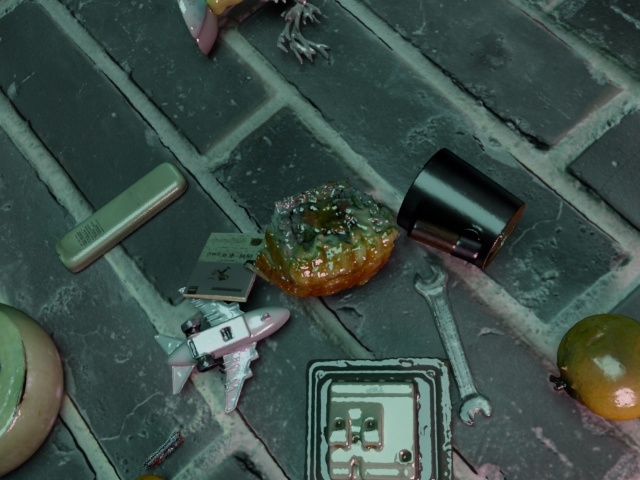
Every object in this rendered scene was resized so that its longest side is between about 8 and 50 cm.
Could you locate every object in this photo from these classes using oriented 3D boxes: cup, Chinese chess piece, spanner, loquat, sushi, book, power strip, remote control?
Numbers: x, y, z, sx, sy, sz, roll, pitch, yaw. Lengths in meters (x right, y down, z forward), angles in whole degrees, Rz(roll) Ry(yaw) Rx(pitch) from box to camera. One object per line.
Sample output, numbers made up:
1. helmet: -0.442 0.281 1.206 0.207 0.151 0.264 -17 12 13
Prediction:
1. cup: 0.234 -0.029 1.316 0.177 0.166 0.239 34 57 17
2. Chinese chess piece: -0.667 0.283 1.397 0.349 0.146 0.349 -4 68 10
3. spanner: 0.235 0.179 1.320 0.071 0.017 0.302 -19 65 4
4. loquat: 0.476 0.200 1.190 0.204 0.149 0.172 -21 61 -9
5. sushi: 0.000 0.000 1.360 0.274 0.139 0.184 -18 62 -19
6. book: -0.178 0.047 1.420 0.127 0.014 0.181 3 42 13
7. power strip: 0.095 0.320 1.250 0.257 0.092 0.251 -3 67 10
8. remote control: -0.417 -0.052 1.540 0.309 0.038 0.090 -39 64 -6

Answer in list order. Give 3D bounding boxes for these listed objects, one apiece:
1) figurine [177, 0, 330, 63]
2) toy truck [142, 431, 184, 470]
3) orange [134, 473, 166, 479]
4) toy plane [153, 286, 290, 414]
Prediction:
1. figurine: -0.135 -0.505 1.600 0.316 0.206 0.284 -21 59 9
2. toy truck: -0.286 0.382 1.338 0.083 0.032 0.024 -43 70 -6
3. orange: -0.299 0.450 1.291 0.083 0.070 0.083 -6 63 13
4. toy plane: -0.175 0.181 1.360 0.255 0.101 0.251 -24 76 1
